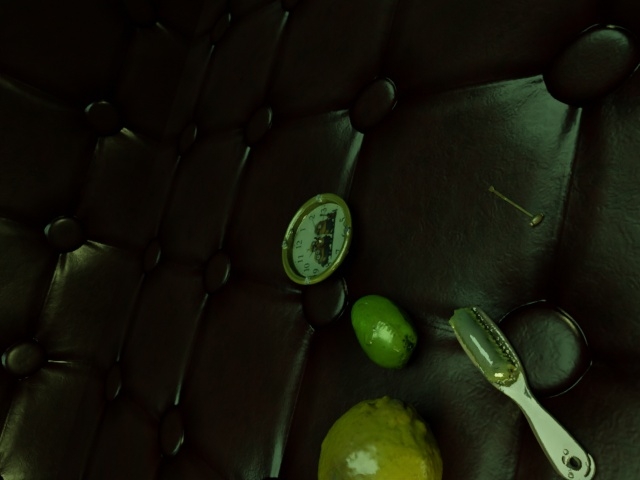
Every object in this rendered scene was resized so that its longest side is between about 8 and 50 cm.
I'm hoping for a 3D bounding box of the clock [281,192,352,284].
[{"bbox_3d":[0.000,0.000,1.134,0.237,0.057,0.237,-22,58,39],"label":"clock"}]

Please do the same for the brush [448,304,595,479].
[{"bbox_3d":[0.298,0.227,0.732,0.072,0.067,0.313,-47,49,21],"label":"brush"}]

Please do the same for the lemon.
[{"bbox_3d":[0.096,0.380,0.778,0.204,0.204,0.260,30,110,48],"label":"lemon"}]

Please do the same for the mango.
[{"bbox_3d":[0.116,0.172,0.914,0.119,0.100,0.178,-62,35,11],"label":"mango"}]

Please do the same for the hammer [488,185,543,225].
[{"bbox_3d":[0.346,-0.066,0.836,0.029,0.014,0.123,-48,43,9],"label":"hammer"}]
